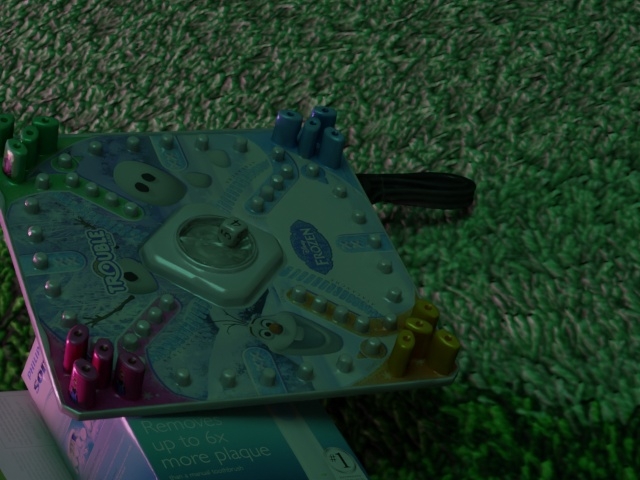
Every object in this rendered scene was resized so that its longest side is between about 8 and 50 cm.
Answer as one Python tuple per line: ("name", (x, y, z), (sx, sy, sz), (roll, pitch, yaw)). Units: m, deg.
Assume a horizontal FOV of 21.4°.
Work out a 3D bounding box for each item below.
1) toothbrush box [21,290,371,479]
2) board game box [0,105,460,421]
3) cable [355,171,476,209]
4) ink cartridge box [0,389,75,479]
("toothbrush box", (-0.121, 0.177, 1.596), (0.216, 0.126, 0.295), (0, 39, -35))
("board game box", (-0.102, 0.002, 1.652), (0.390, 0.050, 0.390), (-3, 43, -23))
("cable", (0.039, -0.042, 1.891), (0.287, 0.072, 0.139), (-3, 17, -42))
("ink cartridge box", (-0.233, 0.236, 1.656), (0.255, 0.097, 0.189), (1, 33, -38))
